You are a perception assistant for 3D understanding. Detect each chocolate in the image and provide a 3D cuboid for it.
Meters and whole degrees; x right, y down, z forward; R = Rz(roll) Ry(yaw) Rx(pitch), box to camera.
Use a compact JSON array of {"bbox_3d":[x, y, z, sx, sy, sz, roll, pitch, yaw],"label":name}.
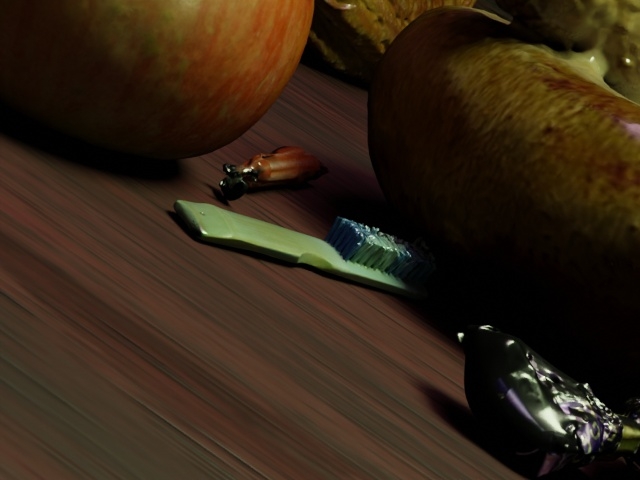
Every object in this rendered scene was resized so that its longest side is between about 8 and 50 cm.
[{"bbox_3d":[0.125,0.086,0.717,0.147,0.070,0.072,13,30,-25],"label":"chocolate"}]

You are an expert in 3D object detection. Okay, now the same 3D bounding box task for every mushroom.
[{"bbox_3d":[0.178,-0.026,0.927,0.345,0.239,0.345,37,31,-26],"label":"mushroom"}]

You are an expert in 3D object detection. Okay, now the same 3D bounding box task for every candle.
[{"bbox_3d":[-0.030,-0.040,0.886,0.026,0.021,0.167,53,15,4],"label":"candle"}]

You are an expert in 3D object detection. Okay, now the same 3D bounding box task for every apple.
[{"bbox_3d":[-0.101,-0.137,0.773,0.209,0.164,0.209,29,11,-6],"label":"apple"}]

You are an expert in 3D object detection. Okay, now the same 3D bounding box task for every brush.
[{"bbox_3d":[0.000,0.000,0.792,0.178,0.030,0.033,17,29,-47],"label":"brush"}]

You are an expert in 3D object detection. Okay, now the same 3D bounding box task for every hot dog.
[{"bbox_3d":[0.006,-0.269,1.491,0.267,0.174,0.387,33,22,19],"label":"hot dog"}]
